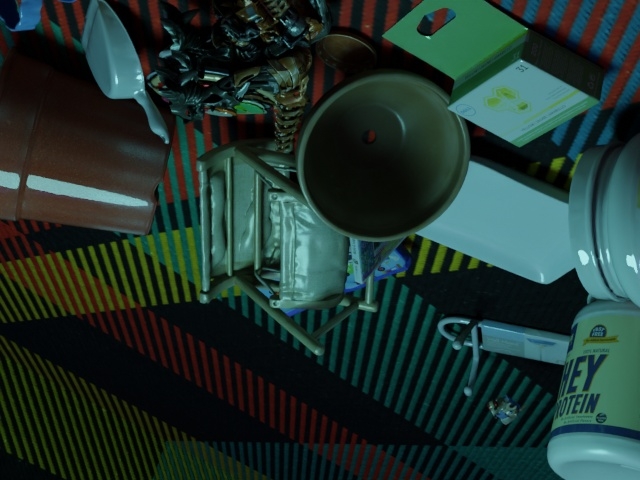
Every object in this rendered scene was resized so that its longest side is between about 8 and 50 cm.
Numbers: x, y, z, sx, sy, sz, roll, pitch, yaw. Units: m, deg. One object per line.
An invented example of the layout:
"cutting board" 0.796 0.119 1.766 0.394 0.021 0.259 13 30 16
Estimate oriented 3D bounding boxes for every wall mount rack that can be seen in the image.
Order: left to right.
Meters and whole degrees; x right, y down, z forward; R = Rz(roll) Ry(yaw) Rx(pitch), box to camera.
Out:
"wall mount rack" 0.373 0.219 2.157 0.350 0.130 0.304 9 154 15

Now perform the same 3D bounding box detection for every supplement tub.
"supplement tub" 0.505 0.231 1.857 0.235 0.325 0.235 14 156 7
"supplement tub" 0.497 -0.027 1.419 0.331 0.241 0.241 -1 150 36

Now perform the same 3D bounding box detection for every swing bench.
"swing bench" -0.050 -0.005 1.780 0.255 0.165 0.253 23 126 30

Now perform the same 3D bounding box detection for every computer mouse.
"computer mouse" -0.128 -0.257 1.593 0.193 0.042 0.106 5 160 14

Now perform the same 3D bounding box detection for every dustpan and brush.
"dustpan and brush" -0.271 -0.226 1.638 0.060 0.211 0.147 -16 167 -23

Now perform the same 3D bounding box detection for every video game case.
"video game case" 0.094 -0.035 1.717 0.019 0.157 0.143 22 139 29

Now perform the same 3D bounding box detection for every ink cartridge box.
"ink cartridge box" 0.208 -0.213 1.446 0.235 0.056 0.171 24 156 -19

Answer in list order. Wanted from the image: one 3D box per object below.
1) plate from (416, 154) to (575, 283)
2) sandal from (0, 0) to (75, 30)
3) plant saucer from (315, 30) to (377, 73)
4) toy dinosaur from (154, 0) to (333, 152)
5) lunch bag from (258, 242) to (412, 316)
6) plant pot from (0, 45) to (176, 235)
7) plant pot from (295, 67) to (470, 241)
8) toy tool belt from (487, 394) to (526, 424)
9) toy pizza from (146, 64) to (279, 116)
"plate" 0.289 -0.036 1.776 0.277 0.045 0.278 21 156 -9
"sandal" -0.434 -0.370 1.441 0.317 0.138 0.126 28 156 -18
"plant saucer" 0.035 -0.250 1.530 0.083 0.013 0.083 14 156 6
"toy dinosaur" -0.086 -0.231 1.458 0.218 0.164 0.322 -10 116 6
"lunch bag" 0.000 0.000 1.985 0.293 0.138 0.221 -15 140 31
"plant pot" -0.371 -0.131 1.782 0.265 0.272 0.272 14 157 -10
"plant pot" 0.076 -0.127 1.586 0.237 0.237 0.110 28 -166 -22
"toy tool belt" 0.353 0.312 2.192 0.051 0.052 0.083 -30 143 19
"toy pizza" -0.149 -0.205 1.652 0.201 0.032 0.201 7 172 1
